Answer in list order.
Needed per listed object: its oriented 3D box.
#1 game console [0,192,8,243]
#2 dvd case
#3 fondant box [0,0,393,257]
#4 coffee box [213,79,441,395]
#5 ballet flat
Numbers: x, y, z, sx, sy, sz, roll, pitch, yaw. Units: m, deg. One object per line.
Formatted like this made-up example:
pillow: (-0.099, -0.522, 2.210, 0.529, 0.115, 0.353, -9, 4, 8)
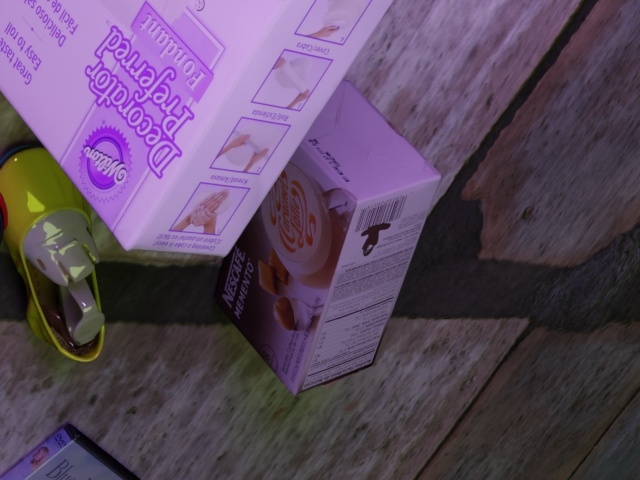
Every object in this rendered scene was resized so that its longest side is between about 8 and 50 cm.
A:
game console: (-0.408, 0.110, 1.190, 0.342, 0.060, 0.387, -13, 135, -42)
dvd case: (-0.304, 0.295, 1.601, 0.253, 0.022, 0.180, -39, 149, -3)
fondant box: (-0.074, -0.189, 1.033, 0.096, 0.238, 0.330, 3, 128, -50)
coffee box: (0.000, 0.000, 1.451, 0.098, 0.141, 0.246, -19, 144, -33)
ballet flat: (-0.207, 0.019, 1.306, 0.077, 0.077, 0.231, -28, 147, -21)
